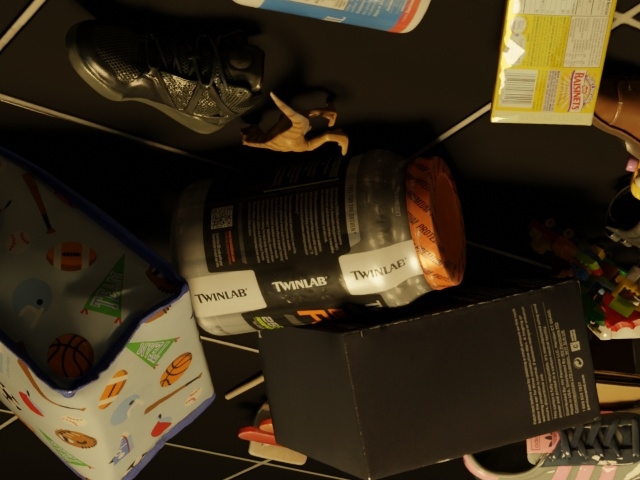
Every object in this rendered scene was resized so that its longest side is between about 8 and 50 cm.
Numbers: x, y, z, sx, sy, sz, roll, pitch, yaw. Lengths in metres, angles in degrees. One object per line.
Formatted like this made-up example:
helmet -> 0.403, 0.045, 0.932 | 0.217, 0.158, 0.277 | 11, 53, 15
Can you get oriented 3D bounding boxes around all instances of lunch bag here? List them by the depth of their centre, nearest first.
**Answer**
lunch bag -> -0.342, 0.079, 1.795 | 0.385, 0.239, 0.328 | 40, 157, 20

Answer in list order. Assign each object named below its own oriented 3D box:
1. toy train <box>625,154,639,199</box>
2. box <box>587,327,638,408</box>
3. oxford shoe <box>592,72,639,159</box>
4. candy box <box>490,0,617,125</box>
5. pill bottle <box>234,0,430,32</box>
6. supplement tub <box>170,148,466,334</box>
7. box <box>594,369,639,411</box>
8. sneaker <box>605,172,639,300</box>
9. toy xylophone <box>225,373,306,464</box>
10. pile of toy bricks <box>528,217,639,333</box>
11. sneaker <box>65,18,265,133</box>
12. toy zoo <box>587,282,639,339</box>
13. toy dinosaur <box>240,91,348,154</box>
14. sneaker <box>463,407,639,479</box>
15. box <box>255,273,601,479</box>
toy train -> 0.413, -0.058, 1.697 | 0.125, 0.046, 0.166 | -10, 114, 13
box -> 0.319, 0.173, 2.153 | 0.203, 0.169, 0.167 | 11, 152, -19
oxford shoe -> 0.314, -0.154, 1.607 | 0.212, 0.076, 0.076 | 26, 115, -36
candy box -> 0.228, -0.197, 1.472 | 0.105, 0.027, 0.206 | 0, 136, -2
pill bottle -> -0.015, -0.258, 1.309 | 0.221, 0.124, 0.124 | 9, 153, -14
supplement tub -> 0.000, 0.000, 1.769 | 0.316, 0.194, 0.193 | -9, 153, 20
box -> 0.333, 0.222, 2.040 | 0.164, 0.021, 0.201 | 6, 152, -12
sneaker -> 0.409, -0.009, 1.867 | 0.146, 0.105, 0.296 | 17, 157, -5
toy xylophone -> -0.023, 0.285, 2.498 | 0.236, 0.081, 0.322 | 12, 152, -21
pile of toy bricks -> 0.333, 0.068, 1.889 | 0.212, 0.105, 0.118 | 35, 172, 40
sneaker -> -0.143, -0.182, 1.519 | 0.130, 0.087, 0.227 | -23, 149, 37
toy zoo -> 0.468, 0.089, 2.010 | 0.293, 0.030, 0.192 | -3, -168, 8
toy dinosaur -> -0.027, -0.117, 1.620 | 0.112, 0.064, 0.211 | -10, 177, -20
sneaker -> 0.339, 0.278, 2.003 | 0.319, 0.112, 0.131 | -16, 151, 26
box -> 0.122, 0.158, 1.887 | 0.312, 0.179, 0.343 | -11, -177, -19
